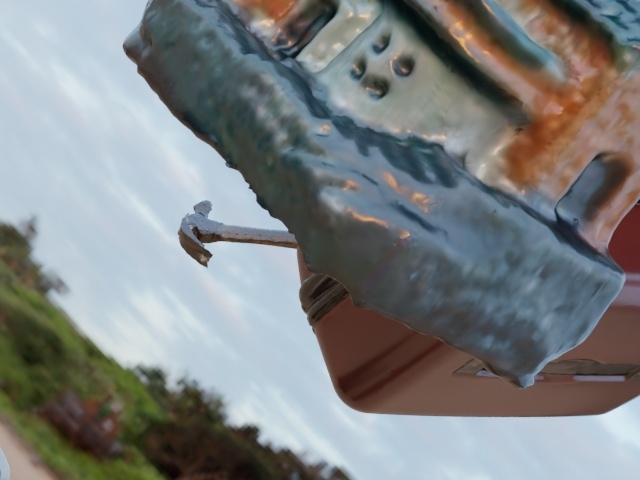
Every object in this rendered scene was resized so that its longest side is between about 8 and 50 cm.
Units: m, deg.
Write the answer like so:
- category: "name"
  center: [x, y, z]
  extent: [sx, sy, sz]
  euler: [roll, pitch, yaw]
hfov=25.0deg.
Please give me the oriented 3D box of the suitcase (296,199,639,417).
- category: "suitcase"
  center: [0.153, 0.023, 1.046]
  extent: [0.236, 0.297, 0.161]
  euler: [-43, -127, 44]

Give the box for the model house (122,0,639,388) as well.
- category: "model house"
  center: [0.084, -0.121, 0.694]
  extent: [0.184, 0.291, 0.253]
  euler: [30, 17, -45]

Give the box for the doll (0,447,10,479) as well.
- category: "doll"
  center: [-0.266, 0.263, 1.049]
  extent: [0.252, 0.111, 0.237]
  euler: [-93, -178, -73]

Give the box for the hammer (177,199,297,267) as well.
- category: "hammer"
  center: [0.000, -0.001, 1.489]
  extent: [0.125, 0.297, 0.027]
  euler: [-76, 169, -60]
